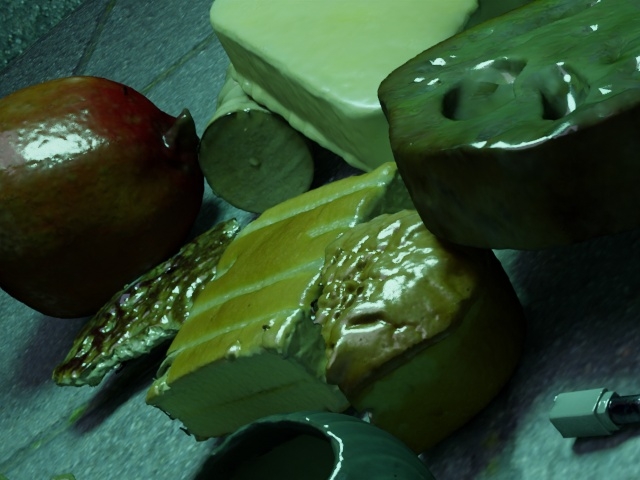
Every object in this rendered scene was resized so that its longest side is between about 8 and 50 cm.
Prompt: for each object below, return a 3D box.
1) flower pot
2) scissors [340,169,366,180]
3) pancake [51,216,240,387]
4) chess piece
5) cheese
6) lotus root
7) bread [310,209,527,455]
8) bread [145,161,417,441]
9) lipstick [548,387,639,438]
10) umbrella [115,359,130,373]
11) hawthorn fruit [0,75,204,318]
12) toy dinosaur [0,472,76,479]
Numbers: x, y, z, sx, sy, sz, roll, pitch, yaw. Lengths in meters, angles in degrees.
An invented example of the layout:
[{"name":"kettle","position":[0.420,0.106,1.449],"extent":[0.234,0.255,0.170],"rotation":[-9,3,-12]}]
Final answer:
[{"name":"flower pot","position":[-0.014,0.215,1.246],"extent":[0.243,0.157,0.189],"rotation":[-16,35,51]},{"name":"scissors","position":[0.000,0.000,1.855],"extent":[0.212,0.021,0.110],"rotation":[-48,23,-12]},{"name":"pancake","position":[-0.149,0.080,1.945],"extent":[0.244,0.057,0.266],"rotation":[9,52,51]},{"name":"chess piece","position":[-0.065,-0.150,2.122],"extent":[0.137,0.137,0.301],"rotation":[-37,20,19]},{"name":"cheese","position":[0.040,-0.232,1.941],"extent":[0.384,0.104,0.384],"rotation":[-16,38,13]},{"name":"lotus root","position":[0.211,-0.121,1.412],"extent":[0.375,0.111,0.390],"rotation":[-6,27,40]},{"name":"bread","position":[0.085,0.057,1.422],"extent":[0.139,0.143,0.229],"rotation":[-26,27,16]},{"name":"bread","position":[-0.025,0.062,1.643],"extent":[0.246,0.111,0.239],"rotation":[-19,31,51]},{"name":"lipstick","position":[0.204,0.115,1.219],"extent":[0.107,0.025,0.025],"rotation":[-12,38,47]},{"name":"umbrella","position":[-0.228,0.126,2.049],"extent":[0.022,0.022,0.149],"rotation":[-48,15,2]},{"name":"hawthorn fruit","position":[-0.290,-0.056,2.174],"extent":[0.311,0.295,0.295],"rotation":[-11,19,-8]},{"name":"toy dinosaur","position":[-0.269,0.286,1.767],"extent":[0.251,0.072,0.200],"rotation":[-29,32,7]}]
